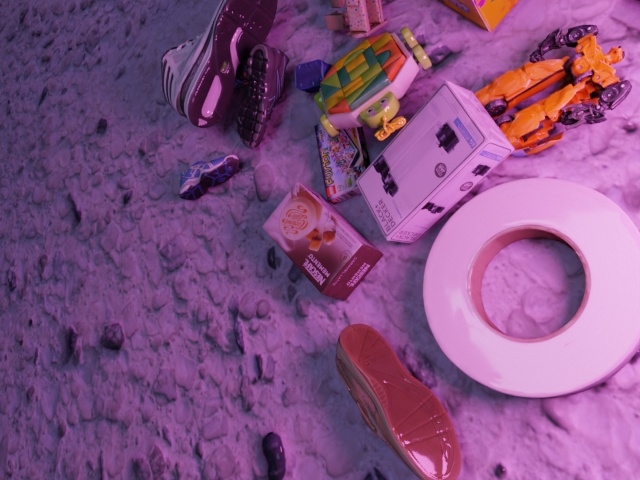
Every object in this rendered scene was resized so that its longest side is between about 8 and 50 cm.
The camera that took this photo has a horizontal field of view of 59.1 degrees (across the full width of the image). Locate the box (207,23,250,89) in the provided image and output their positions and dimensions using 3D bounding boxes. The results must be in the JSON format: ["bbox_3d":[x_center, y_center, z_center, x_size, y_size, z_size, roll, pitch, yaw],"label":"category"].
[{"bbox_3d":[-0.266,-0.545,1.645,0.159,0.044,0.233,-8,71,32],"label":"box"}]

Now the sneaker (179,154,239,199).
[{"bbox_3d":[-0.313,-0.189,1.545,0.211,0.080,0.081,-24,66,25],"label":"sneaker"}]

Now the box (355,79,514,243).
[{"bbox_3d":[0.213,-0.145,1.117,0.290,0.087,0.169,-47,54,35],"label":"box"}]

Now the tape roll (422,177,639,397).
[{"bbox_3d":[0.373,0.081,1.000,0.391,0.072,0.392,-12,69,32],"label":"tape roll"}]

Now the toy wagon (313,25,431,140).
[{"bbox_3d":[0.111,-0.338,1.238,0.267,0.068,0.344,-34,34,18],"label":"toy wagon"}]

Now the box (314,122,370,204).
[{"bbox_3d":[0.054,-0.199,1.324,0.114,0.036,0.207,-22,64,27],"label":"box"}]

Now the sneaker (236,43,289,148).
[{"bbox_3d":[-0.142,-0.370,1.480,0.101,0.106,0.268,27,112,32],"label":"sneaker"}]

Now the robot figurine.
[{"bbox_3d":[0.423,-0.271,1.064,0.291,0.085,0.211,-27,63,26],"label":"robot figurine"}]

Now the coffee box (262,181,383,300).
[{"bbox_3d":[0.000,0.000,1.261,0.141,0.098,0.246,-51,54,11],"label":"coffee box"}]

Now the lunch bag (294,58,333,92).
[{"bbox_3d":[-0.015,-0.409,1.420,0.098,0.065,0.067,-1,90,33],"label":"lunch bag"}]

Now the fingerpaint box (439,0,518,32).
[{"bbox_3d":[0.326,-0.726,1.222,0.371,0.163,0.445,-48,55,12],"label":"fingerpaint box"}]

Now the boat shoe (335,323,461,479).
[{"bbox_3d":[0.138,0.316,1.074,0.341,0.121,0.110,56,146,35],"label":"boat shoe"}]

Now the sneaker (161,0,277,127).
[{"bbox_3d":[-0.310,-0.553,1.543,0.257,0.169,0.448,33,97,34],"label":"sneaker"}]

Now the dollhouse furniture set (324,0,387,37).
[{"bbox_3d":[0.054,-0.588,1.340,0.160,0.182,0.101,16,46,38],"label":"dollhouse furniture set"}]
